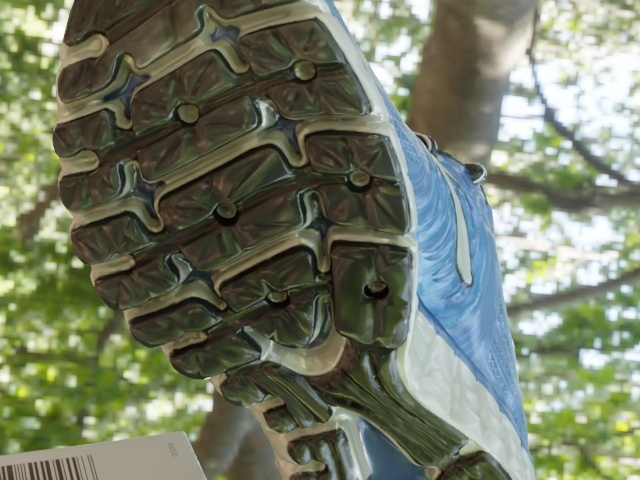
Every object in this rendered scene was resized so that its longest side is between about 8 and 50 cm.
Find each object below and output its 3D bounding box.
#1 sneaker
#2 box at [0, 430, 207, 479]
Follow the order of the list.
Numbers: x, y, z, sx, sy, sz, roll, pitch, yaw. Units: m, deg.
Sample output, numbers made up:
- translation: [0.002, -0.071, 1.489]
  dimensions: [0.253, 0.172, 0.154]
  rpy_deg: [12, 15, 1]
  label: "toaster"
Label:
- translation: [0.000, 0.000, 0.579]
  dimensions: [0.147, 0.130, 0.330]
  rpy_deg: [-84, 155, -50]
  label: "sneaker"
- translation: [-0.132, 0.188, 0.665]
  dimensions: [0.182, 0.181, 0.119]
  rpy_deg: [-134, -140, -66]
  label: "box"
